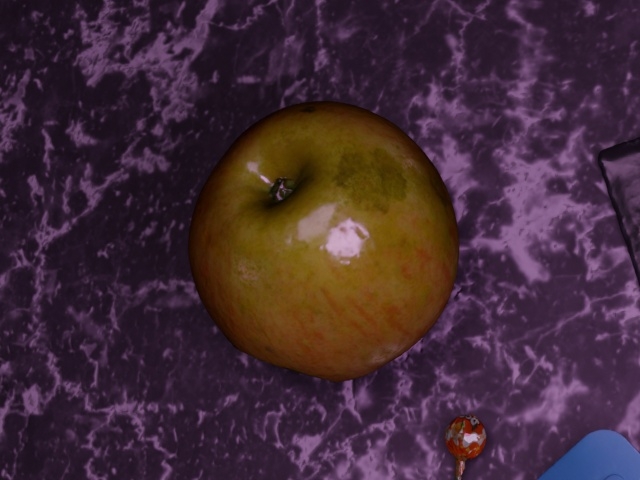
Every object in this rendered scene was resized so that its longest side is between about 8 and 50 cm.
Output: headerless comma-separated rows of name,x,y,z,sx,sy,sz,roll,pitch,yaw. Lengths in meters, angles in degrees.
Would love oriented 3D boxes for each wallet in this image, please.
wallet,0.446,-0.005,1.880,0.146,0.030,0.285,-17,70,10

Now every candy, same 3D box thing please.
candy,0.165,0.303,1.877,0.055,0.049,0.184,3,79,50

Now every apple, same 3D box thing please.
apple,0.000,0.000,1.879,0.340,0.339,0.339,-5,72,17

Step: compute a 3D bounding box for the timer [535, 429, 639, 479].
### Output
timer,0.324,0.366,1.721,0.232,0.091,0.250,-42,42,1
